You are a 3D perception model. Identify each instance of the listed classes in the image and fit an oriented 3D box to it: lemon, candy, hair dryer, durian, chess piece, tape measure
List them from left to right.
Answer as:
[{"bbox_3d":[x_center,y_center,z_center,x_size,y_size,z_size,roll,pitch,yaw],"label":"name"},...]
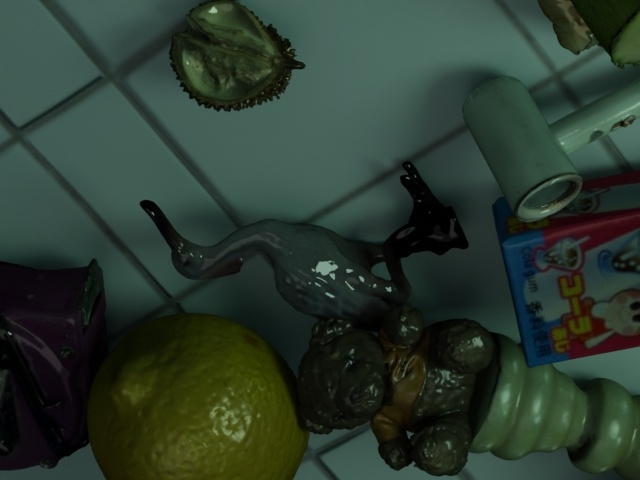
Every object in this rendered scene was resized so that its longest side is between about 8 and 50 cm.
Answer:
[{"bbox_3d":[-0.345,0.129,1.916,0.231,0.149,0.245,0,122,8],"label":"tape measure"},{"bbox_3d":[-0.130,0.189,1.866,0.228,0.228,0.253,-9,141,14],"label":"lemon"},{"bbox_3d":[-0.073,-0.173,1.723,0.140,0.071,0.110,12,87,19],"label":"durian"},{"bbox_3d":[0.275,0.189,1.878,0.243,0.133,0.133,16,124,-9],"label":"chess piece"},{"bbox_3d":[0.263,-0.129,1.690,0.236,0.131,0.073,-28,155,6],"label":"hair dryer"},{"bbox_3d":[0.335,0.014,1.746,0.306,0.100,0.157,-11,119,7],"label":"candy"}]

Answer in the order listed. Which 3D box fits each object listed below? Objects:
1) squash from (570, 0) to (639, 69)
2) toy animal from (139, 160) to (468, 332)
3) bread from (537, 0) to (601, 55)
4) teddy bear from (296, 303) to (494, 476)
[{"bbox_3d":[0.269,-0.305,1.545,0.189,0.189,0.260,-38,70,28],"label":"squash"},{"bbox_3d":[-0.012,0.020,1.826,0.324,0.090,0.195,-6,121,-1],"label":"toy animal"},{"bbox_3d":[0.246,-0.254,1.614,0.119,0.084,0.177,-24,115,19],"label":"bread"},{"bbox_3d":[0.071,0.144,1.825,0.190,0.140,0.177,6,104,-7],"label":"teddy bear"}]
